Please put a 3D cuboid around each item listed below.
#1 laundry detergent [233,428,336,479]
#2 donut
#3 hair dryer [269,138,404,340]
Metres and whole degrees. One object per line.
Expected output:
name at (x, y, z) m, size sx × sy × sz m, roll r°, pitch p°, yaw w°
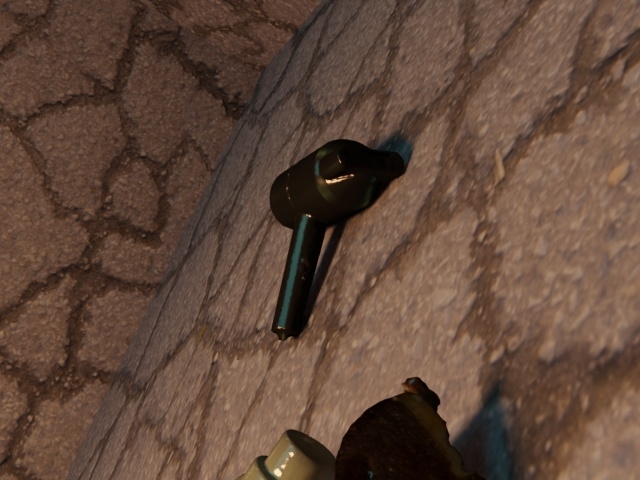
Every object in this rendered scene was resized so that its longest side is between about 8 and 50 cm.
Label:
laundry detergent at (-0.109, 0.380, 0.787) m, size 0.397 × 0.125 × 0.264 m, roll -57°, pitch 16°, yaw 4°
donut at (0.052, 0.213, 0.577) m, size 0.186 × 0.144 × 0.126 m, roll 51°, pitch 135°, yaw 46°
hair dryer at (0.000, 0.000, 1.158) m, size 0.244 × 0.116 × 0.302 m, roll -25°, pitch 50°, yaw 63°
